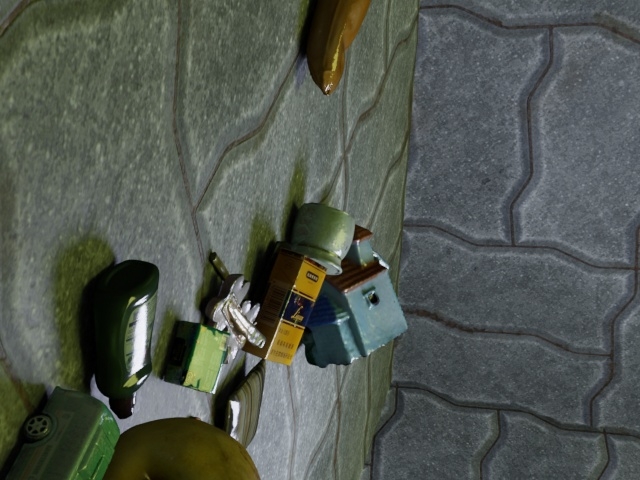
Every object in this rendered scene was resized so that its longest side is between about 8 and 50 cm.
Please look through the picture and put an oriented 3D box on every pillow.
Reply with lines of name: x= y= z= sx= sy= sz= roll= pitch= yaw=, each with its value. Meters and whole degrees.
pillow: x=-0.171 y=0.384 z=2.021 sx=0.212 sy=0.052 sz=0.208 roll=-45 pitch=146 yaw=-64

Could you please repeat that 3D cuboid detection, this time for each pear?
pear: x=-0.211 y=0.406 z=1.338 sx=0.314 sy=0.314 sz=0.314 roll=11 pitch=90 yaw=-77

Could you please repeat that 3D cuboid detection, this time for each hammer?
hammer: x=-0.183 y=0.070 z=1.799 sx=0.199 sy=0.013 sz=0.062 roll=69 pitch=34 yaw=-66

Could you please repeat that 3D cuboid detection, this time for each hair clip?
hair clip: x=-0.167 y=0.156 z=1.824 sx=0.146 sy=0.075 sz=0.257 roll=-56 pitch=153 yaw=-18

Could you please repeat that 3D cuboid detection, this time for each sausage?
sausage: x=0.038 y=-0.488 z=2.077 sx=0.134 sy=0.116 sz=0.354 roll=108 pitch=0 yaw=-75

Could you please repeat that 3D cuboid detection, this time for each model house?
model house: x=0.052 y=0.132 z=2.502 sx=0.295 sy=0.252 sz=0.329 roll=-25 pitch=104 yaw=-47

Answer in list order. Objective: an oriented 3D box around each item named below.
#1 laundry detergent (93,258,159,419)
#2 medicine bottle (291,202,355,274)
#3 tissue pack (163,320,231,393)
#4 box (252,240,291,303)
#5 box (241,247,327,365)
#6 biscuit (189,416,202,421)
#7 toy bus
laundry detergent: x=-0.274 y=0.147 z=1.332 sx=0.144 sy=0.078 sz=0.221 roll=-61 pitch=157 yaw=-63
medicine bottle: x=0.000 y=0.000 z=2.229 sx=0.147 sy=0.147 sz=0.143 roll=59 pitch=44 yaw=-71
tissue pack: x=-0.221 y=0.201 z=1.627 sx=0.085 sy=0.079 sz=0.111 roll=26 pitch=72 yaw=-44
box: x=-0.103 y=0.118 z=2.115 sx=0.212 sy=0.042 sz=0.201 roll=84 pitch=22 yaw=-52
box: x=-0.076 y=0.146 z=2.033 sx=0.237 sy=0.070 sz=0.152 roll=-67 pitch=157 yaw=-5
biscuit: x=-0.250 y=0.398 z=1.767 sx=0.102 sy=0.019 sz=0.130 roll=69 pitch=35 yaw=-65
toy bus: x=-0.336 y=0.305 z=1.140 sx=0.091 sy=0.109 sz=0.261 roll=78 pitch=25 yaw=-46
